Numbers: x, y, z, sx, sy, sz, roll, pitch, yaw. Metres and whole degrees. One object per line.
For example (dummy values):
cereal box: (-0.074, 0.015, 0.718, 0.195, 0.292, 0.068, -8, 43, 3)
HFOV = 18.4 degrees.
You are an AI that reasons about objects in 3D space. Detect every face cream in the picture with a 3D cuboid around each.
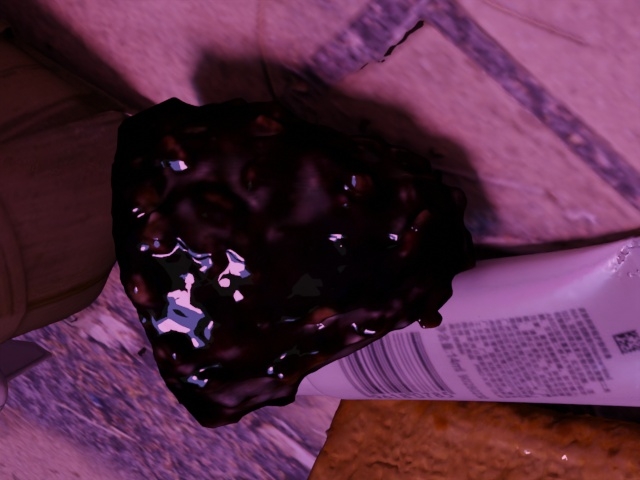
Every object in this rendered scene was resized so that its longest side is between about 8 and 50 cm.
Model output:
face cream: (0.064, 0.040, 0.881, 0.243, 0.058, 0.092, -3, 127, 42)

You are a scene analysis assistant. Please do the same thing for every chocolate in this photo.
chocolate: (0.000, 0.000, 0.840, 0.133, 0.156, 0.156, -10, 134, 17)

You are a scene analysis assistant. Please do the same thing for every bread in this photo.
bread: (0.087, 0.130, 0.925, 0.211, 0.114, 0.083, 12, 162, 39)

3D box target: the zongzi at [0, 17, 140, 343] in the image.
zongzi: (-0.340, -0.061, 0.879, 0.447, 0.418, 0.181, 32, 124, 13)

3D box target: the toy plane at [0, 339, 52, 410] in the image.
toy plane: (-0.270, 0.032, 1.041, 0.255, 0.251, 0.101, 28, 127, -6)
